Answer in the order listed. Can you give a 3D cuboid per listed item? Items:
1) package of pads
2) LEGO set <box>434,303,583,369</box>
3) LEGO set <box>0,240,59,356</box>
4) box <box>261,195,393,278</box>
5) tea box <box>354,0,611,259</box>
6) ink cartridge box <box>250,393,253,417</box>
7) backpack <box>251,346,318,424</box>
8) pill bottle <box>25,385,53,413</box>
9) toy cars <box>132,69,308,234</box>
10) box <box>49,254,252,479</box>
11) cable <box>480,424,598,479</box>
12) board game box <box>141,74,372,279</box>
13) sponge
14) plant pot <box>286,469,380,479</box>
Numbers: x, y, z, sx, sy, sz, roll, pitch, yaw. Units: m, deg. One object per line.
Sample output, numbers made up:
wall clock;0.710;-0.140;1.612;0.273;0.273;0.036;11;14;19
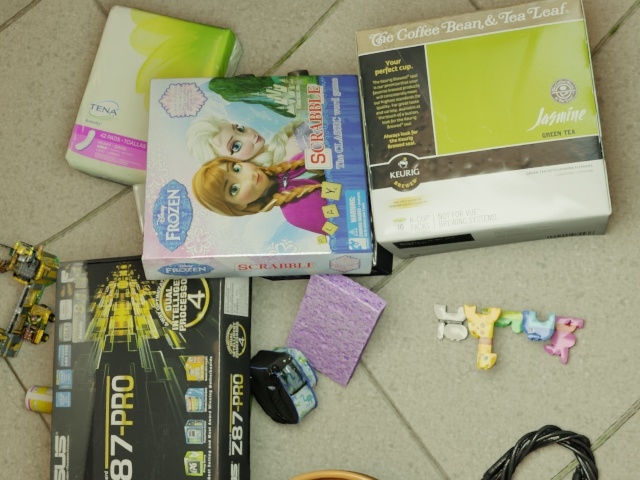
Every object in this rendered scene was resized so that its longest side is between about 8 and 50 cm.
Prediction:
package of pads;-0.283;-0.231;1.733;0.229;0.101;0.296;16;86;14
LEGO set;0.275;0.151;1.552;0.227;0.087;0.093;5;83;15
LEGO set;-0.622;0.069;1.726;0.331;0.192;0.255;29;90;15
box;0.000;0.000;1.605;0.207;0.153;0.108;-3;82;14
tea box;0.242;-0.158;1.534;0.329;0.220;0.323;-6;82;12
ink cartridge box;-0.218;0.342;1.641;0.189;0.097;0.255;4;84;14
backpack;-0.055;0.225;1.612;0.084;0.105;0.114;-37;108;-33
pill bottle;-0.450;0.270;1.734;0.083;0.043;0.043;6;84;14
toy cars;-0.145;-0.138;1.657;0.176;0.087;0.393;43;75;-17
box;-0.256;0.218;1.551;0.318;0.097;0.395;-5;80;30
cable;0.335;0.362;1.529;0.184;0.047;0.150;-43;75;4
board game box;-0.093;-0.098;1.502;0.318;0.066;0.318;-2;59;-3
sponge;0.019;0.132;1.568;0.117;0.210;0.031;30;48;9
plant pot;0.038;0.477;1.505;0.291;0.203;0.291;-2;81;13
